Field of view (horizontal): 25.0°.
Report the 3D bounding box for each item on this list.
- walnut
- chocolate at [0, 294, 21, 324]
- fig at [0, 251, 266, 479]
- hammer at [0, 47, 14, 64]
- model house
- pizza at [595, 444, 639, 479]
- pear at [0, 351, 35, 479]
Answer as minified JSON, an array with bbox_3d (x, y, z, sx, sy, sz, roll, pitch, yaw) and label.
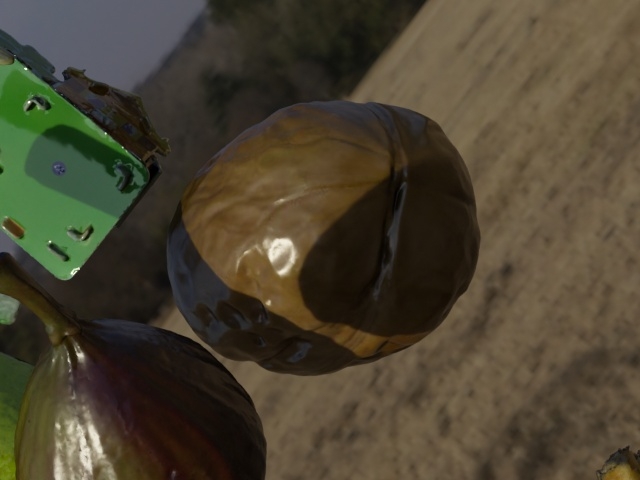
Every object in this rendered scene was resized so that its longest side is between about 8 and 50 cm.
[{"bbox_3d":[0.000,0.000,1.746,0.398,0.354,0.308,-38,42,47],"label":"walnut"},{"bbox_3d":[-0.513,0.043,1.785,0.110,0.291,0.110,-165,90,-76],"label":"chocolate"},{"bbox_3d":[-0.182,0.130,1.166,0.217,0.321,0.217,-16,44,16],"label":"fig"},{"bbox_3d":[-0.433,-0.284,1.787,0.195,0.060,0.028,76,-145,-57],"label":"hammer"},{"bbox_3d":[-0.423,-0.164,2.235,0.242,0.357,0.313,-51,4,17],"label":"model house"},{"bbox_3d":[0.444,0.362,1.744,0.074,0.251,0.287,-32,-18,21],"label":"pizza"},{"bbox_3d":[-0.332,0.259,1.423,0.238,0.318,0.342,-81,-16,-45],"label":"pear"}]
